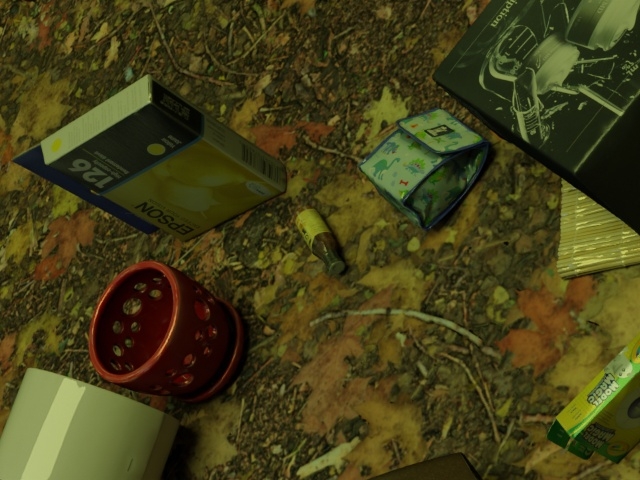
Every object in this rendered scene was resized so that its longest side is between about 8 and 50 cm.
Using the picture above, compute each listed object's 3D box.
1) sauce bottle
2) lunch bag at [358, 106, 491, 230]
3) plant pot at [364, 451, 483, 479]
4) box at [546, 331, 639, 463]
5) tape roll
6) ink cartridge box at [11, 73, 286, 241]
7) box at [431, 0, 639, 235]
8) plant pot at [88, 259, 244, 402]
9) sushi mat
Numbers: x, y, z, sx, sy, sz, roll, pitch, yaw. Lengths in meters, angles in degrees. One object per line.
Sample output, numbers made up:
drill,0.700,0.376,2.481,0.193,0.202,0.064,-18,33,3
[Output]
sauce bottle,0.000,0.000,2.062,0.042,0.042,0.128,-45,43,14
lunch bag,0.150,-0.110,1.956,0.151,0.096,0.129,-43,41,-4
plant pot,0.103,0.360,1.672,0.230,0.215,0.215,-35,46,3
box,0.348,0.184,1.596,0.179,0.105,0.043,-47,43,13
tape roll,-0.349,0.307,2.065,0.246,0.246,0.169,7,72,44
ink cartridge box,-0.267,-0.102,2.175,0.307,0.303,0.072,-28,50,30
box,0.372,-0.238,1.740,0.343,0.179,0.312,-52,42,4
plant pot,-0.223,0.147,2.089,0.191,0.174,0.191,-22,54,33
sushi mat,0.433,-0.051,1.712,0.316,0.019,0.151,-15,57,37
